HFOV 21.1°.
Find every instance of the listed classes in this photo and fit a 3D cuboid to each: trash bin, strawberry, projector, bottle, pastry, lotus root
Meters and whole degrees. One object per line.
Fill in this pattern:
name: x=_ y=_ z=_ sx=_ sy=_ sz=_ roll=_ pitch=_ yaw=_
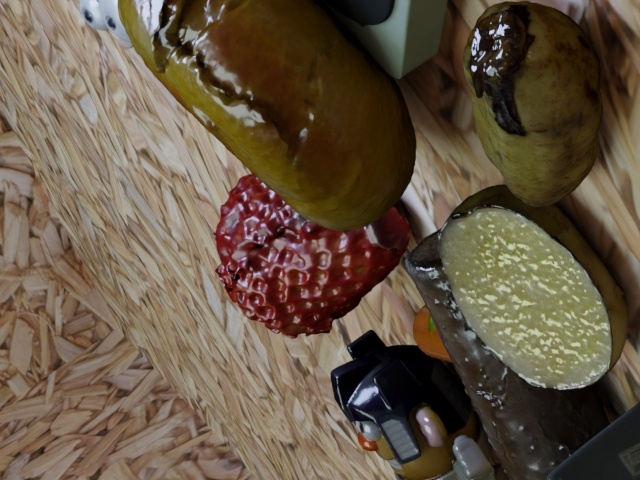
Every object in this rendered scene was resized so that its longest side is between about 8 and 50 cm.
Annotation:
trash bin: x=0.277 y=0.253 z=1.589 sx=0.101 sy=0.176 sz=0.236 roll=49 pitch=161 yaw=25
strawberry: x=0.000 y=0.000 z=1.922 sx=0.244 sy=0.205 sz=0.205 roll=-10 pitch=116 yaw=52
projector: x=0.015 y=-0.290 z=1.397 sx=0.257 sy=0.079 sz=0.259 roll=51 pitch=165 yaw=17
bottle: x=0.163 y=0.101 z=1.824 sx=0.069 sy=0.069 sz=0.187 roll=59 pitch=163 yaw=-14
pastry: x=-0.042 y=-0.159 z=1.574 sx=0.356 sy=0.164 sz=0.356 roll=46 pitch=-177 yaw=-3
lotus root: x=0.165 y=-0.106 z=1.316 sx=0.110 sy=0.097 sz=0.258 roll=56 pitch=175 yaw=23

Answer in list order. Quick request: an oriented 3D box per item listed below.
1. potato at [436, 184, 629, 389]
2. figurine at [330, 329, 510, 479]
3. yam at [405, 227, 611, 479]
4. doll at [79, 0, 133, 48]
potato: x=0.197 y=0.035 z=1.528 sx=0.164 sy=0.081 sz=0.200 roll=-22 pitch=104 yaw=46
figurine: x=0.127 y=0.235 z=2.073 sx=0.308 sy=0.143 sz=0.308 roll=30 pitch=147 yaw=23
yam: x=0.190 y=0.113 z=1.664 sx=0.280 sy=0.131 sz=0.131 roll=63 pitch=163 yaw=-20
doll: x=-0.249 y=-0.349 z=2.026 sx=0.154 sy=0.119 sz=0.278 roll=-8 pitch=115 yaw=60
